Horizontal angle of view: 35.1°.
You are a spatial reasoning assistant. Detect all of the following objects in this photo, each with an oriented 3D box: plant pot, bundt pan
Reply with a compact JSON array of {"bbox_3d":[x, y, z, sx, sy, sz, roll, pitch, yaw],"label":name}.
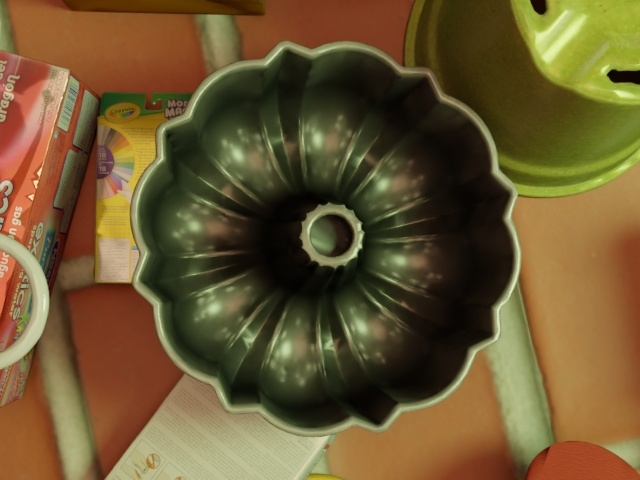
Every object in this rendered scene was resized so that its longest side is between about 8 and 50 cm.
[{"bbox_3d":[0.219,-0.183,0.859,0.276,0.254,0.276,0,88,-1],"label":"plant pot"},{"bbox_3d":[0.000,0.000,0.882,0.330,0.124,0.331,1,85,-9],"label":"bundt pan"}]

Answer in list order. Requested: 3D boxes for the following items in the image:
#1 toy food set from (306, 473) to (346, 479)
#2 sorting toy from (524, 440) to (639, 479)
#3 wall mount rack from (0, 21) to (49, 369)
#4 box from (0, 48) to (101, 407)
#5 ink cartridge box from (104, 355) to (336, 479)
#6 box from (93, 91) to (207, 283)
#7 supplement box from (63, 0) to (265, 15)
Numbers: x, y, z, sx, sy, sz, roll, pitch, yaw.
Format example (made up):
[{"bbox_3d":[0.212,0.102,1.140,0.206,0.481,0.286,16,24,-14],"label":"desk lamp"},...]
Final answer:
[{"bbox_3d":[-0.032,0.317,0.920,0.128,0.071,0.218,41,87,0],"label":"toy food set"},{"bbox_3d":[0.336,0.296,0.899,0.365,0.126,0.127,16,45,-2],"label":"sorting toy"},{"bbox_3d":[-0.364,-0.042,0.746,0.350,0.130,0.304,19,88,4],"label":"wall mount rack"},{"bbox_3d":[-0.307,-0.012,0.886,0.142,0.154,0.300,15,88,0],"label":"box"},{"bbox_3d":[-0.093,0.202,0.925,0.145,0.045,0.179,37,90,14],"label":"ink cartridge box"},{"bbox_3d":[-0.157,-0.049,0.947,0.105,0.043,0.179,1,90,-2],"label":"box"},{"bbox_3d":[-0.142,-0.317,0.914,0.191,0.129,0.194,1,88,-2],"label":"supplement box"}]
